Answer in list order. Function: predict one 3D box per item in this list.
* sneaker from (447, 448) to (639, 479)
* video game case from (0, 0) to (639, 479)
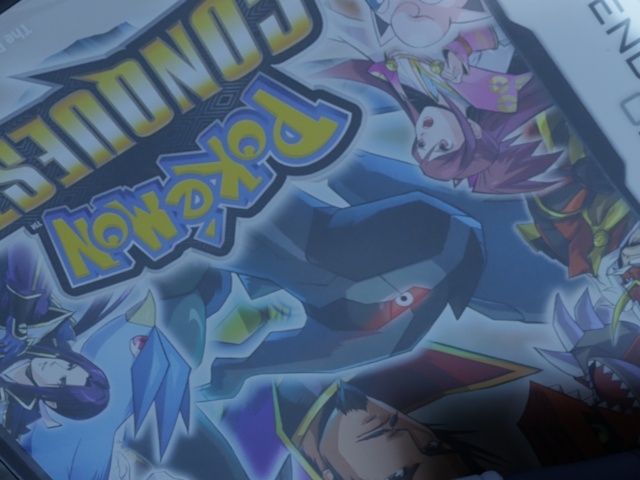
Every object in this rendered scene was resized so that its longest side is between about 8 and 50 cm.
[{"bbox_3d":[0.122,0.154,0.607,0.153,0.099,0.282,-15,144,1],"label":"sneaker"},{"bbox_3d":[0.000,0.000,0.560,0.275,0.035,0.248,-30,113,20],"label":"video game case"}]
